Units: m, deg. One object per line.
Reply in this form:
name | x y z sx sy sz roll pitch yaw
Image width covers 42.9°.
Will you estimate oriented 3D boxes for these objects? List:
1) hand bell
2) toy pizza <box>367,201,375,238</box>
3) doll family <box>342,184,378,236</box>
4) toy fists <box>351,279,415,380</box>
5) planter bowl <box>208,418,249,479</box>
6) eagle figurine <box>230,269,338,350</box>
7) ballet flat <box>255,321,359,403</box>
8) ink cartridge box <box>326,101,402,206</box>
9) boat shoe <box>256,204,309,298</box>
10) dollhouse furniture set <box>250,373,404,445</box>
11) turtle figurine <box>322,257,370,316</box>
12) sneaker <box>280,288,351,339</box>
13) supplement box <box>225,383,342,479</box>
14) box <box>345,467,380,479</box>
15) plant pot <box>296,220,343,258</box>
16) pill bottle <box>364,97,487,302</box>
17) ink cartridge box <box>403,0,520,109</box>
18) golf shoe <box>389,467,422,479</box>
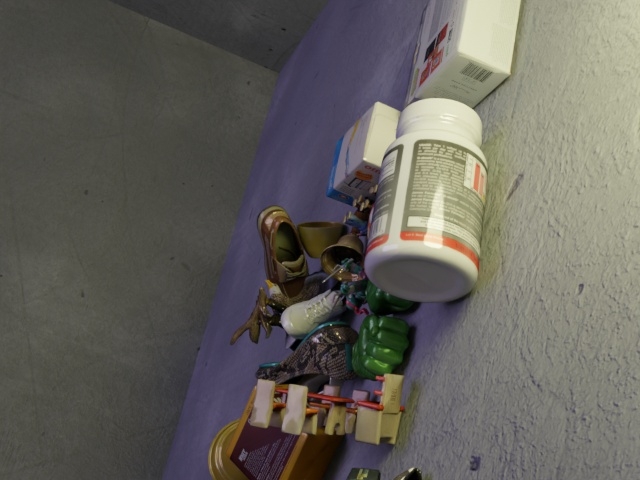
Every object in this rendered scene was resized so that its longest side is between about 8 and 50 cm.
hand bell | 0.091 -0.015 2.141 0.126 0.126 0.242 -55 8 42
toy pizza | 0.150 -0.064 1.773 0.201 0.032 0.201 -49 30 42
doll family | 0.138 -0.061 1.982 0.193 0.111 0.076 -29 42 60
toy fists | 0.137 0.160 1.726 0.142 0.096 0.279 -37 35 60
planter bowl | -0.170 0.531 2.030 0.090 0.217 0.217 102 179 -59
eagle figurine | -0.074 0.188 2.217 0.226 0.298 0.225 -17 76 40
ballet flat | -0.041 0.347 2.019 0.483 0.164 0.181 140 127 -57
ink cartridge box | 0.146 -0.192 1.993 0.233 0.171 0.168 139 147 -61
boat shoe | -0.097 0.059 2.346 0.120 0.123 0.323 38 150 58
dollhouse furniture set | 0.032 0.319 1.629 0.259 0.262 0.135 3 81 33
turtle figurine | 0.100 0.080 1.903 0.234 0.118 0.175 -55 16 7
sneaker | -0.004 0.168 2.031 0.115 0.090 0.232 -42 -11 38
supplement box | -0.084 0.462 1.865 0.194 0.129 0.191 34 106 38
box | 0.064 0.518 1.390 0.183 0.059 0.232 53 -139 -79
plant pot | 0.000 0.000 2.359 0.134 0.134 0.095 -148 55 -74
pill bottle | 0.212 -0.081 1.567 0.210 0.210 0.362 136 151 -57
ink cartridge box | 0.317 -0.451 1.822 0.272 0.130 0.309 139 148 -62
golf shoe | 0.143 0.468 1.358 0.093 0.077 0.198 -58 20 34
